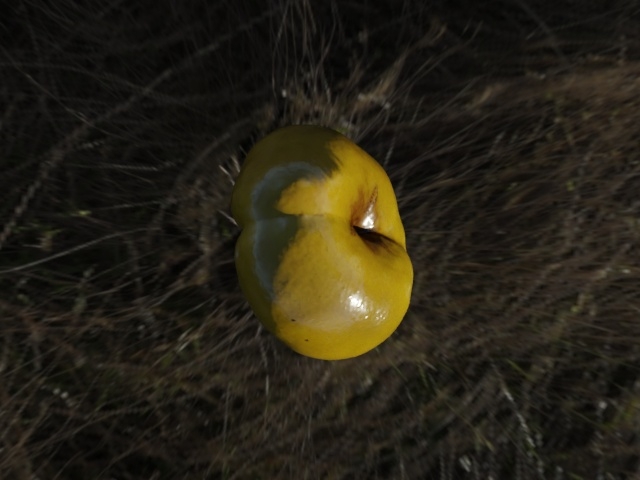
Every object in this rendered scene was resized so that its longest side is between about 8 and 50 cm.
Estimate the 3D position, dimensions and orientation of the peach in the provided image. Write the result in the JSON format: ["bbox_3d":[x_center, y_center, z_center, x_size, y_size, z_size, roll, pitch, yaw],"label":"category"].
[{"bbox_3d":[0.000,0.000,1.076,0.103,0.179,0.179,-18,90,25],"label":"peach"}]
